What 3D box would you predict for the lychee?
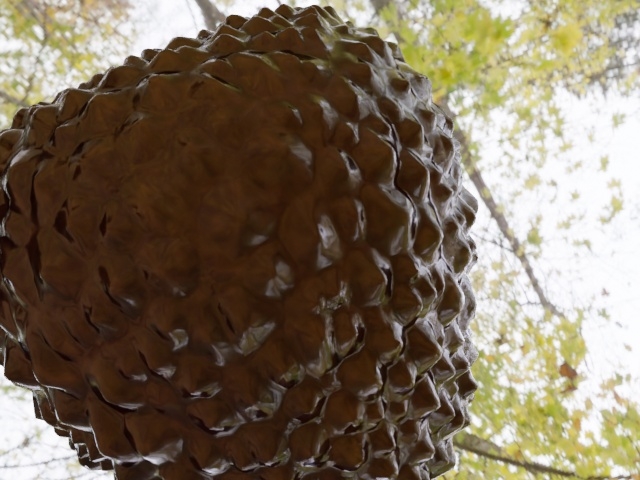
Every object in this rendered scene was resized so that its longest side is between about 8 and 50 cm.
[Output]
[{"bbox_3d":[-0.030,0.026,0.416,0.271,0.271,0.271,-13,-124,19],"label":"lychee"}]
